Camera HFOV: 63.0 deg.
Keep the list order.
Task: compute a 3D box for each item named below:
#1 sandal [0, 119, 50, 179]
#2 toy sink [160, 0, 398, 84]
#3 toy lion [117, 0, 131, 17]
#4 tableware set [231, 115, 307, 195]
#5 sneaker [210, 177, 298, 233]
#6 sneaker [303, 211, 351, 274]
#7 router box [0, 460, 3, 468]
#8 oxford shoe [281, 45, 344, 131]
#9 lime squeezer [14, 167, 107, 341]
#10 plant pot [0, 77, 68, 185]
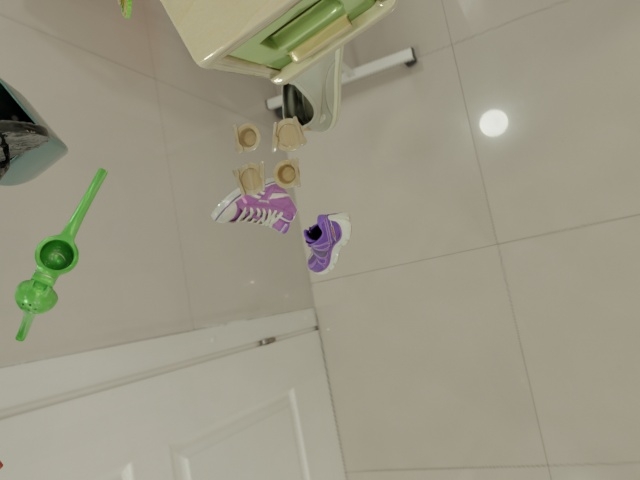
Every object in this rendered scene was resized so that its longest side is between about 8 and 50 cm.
[{"bbox_3d":[-0.670,-0.104,0.864,0.167,0.446,0.107,-18,97,45],"label":"sandal"},{"bbox_3d":[-0.027,-0.238,0.478,0.153,0.234,0.131,-28,95,20],"label":"toy sink"},{"bbox_3d":[-0.601,-0.730,1.617,0.100,0.034,0.096,-24,72,59],"label":"toy lion"},{"bbox_3d":[-0.102,-0.162,1.015,0.169,0.020,0.141,-4,94,22],"label":"tableware set"},{"bbox_3d":[-0.164,-0.078,1.455,0.161,0.282,0.102,51,131,7],"label":"sneaker"},{"bbox_3d":[0.000,0.000,0.914,0.170,0.071,0.068,113,158,-54],"label":"sneaker"},{"bbox_3d":[-0.697,0.330,0.733,0.082,0.335,0.301,-33,96,26],"label":"router box"},{"bbox_3d":[-0.036,-0.444,1.190,0.169,0.130,0.449,37,142,40],"label":"oxford shoe"},{"bbox_3d":[-0.388,0.042,0.767,0.059,0.110,0.310,29,99,-3],"label":"lime squeezer"},{"bbox_3d":[-0.675,-0.223,1.156,0.165,0.234,0.166,-40,92,-3],"label":"plant pot"}]
